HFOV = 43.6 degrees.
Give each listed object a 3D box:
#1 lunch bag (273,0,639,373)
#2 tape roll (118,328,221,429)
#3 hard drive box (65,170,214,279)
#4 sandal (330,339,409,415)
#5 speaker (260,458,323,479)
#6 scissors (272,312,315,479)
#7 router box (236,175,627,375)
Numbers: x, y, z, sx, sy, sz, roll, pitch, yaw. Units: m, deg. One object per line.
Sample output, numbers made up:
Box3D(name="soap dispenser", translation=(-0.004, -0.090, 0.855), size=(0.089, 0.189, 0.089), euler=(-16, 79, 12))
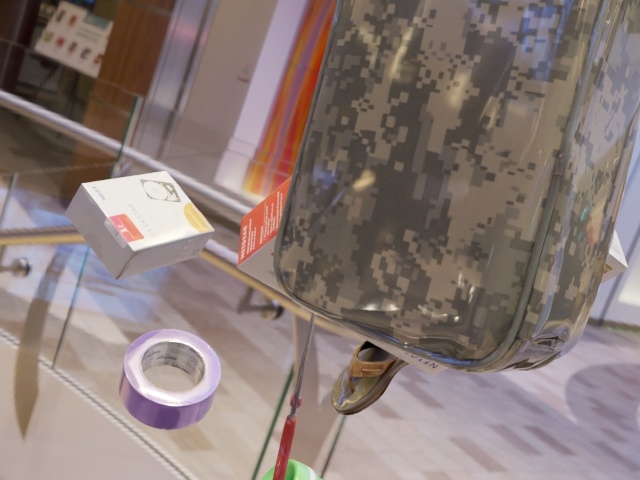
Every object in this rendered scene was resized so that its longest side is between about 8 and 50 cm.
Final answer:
Box3D(name="lunch bag", translation=(0.133, -0.058, 0.605), size=(0.212, 0.305, 0.256), euler=(17, 6, 37))
Box3D(name="tape roll", translation=(-0.294, 0.270, 1.567), size=(0.189, 0.080, 0.189), euler=(12, 39, -10))
Box3D(name="hard drive box", translation=(-0.358, -0.035, 1.606), size=(0.181, 0.089, 0.232), euler=(49, 32, 14))
Box3D(name="sandal", translation=(0.090, 0.185, 1.245), size=(0.060, 0.219, 0.090), euler=(34, 26, -33))
Box3D(name="speaker", translation=(0.025, 0.486, 1.298), size=(0.296, 0.131, 0.131), euler=(45, 3, -18))
Box3D(name="scissors", translation=(-0.035, 0.230, 1.039), size=(0.021, 0.297, 0.109), euler=(14, 13, 2))
Box3D(name="router box", translation=(0.125, 0.002, 0.926), size=(0.335, 0.301, 0.082), euler=(32, 39, -30))
